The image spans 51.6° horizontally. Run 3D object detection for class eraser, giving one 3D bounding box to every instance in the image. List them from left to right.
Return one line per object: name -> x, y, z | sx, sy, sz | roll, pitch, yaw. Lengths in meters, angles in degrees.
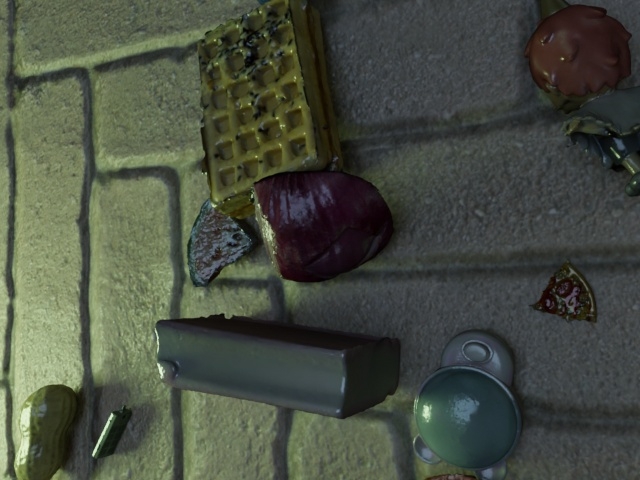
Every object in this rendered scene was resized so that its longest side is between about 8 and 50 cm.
eraser -> -0.072, 0.210, 1.162 | 0.359, 0.272, 0.122 | 3, 89, 24

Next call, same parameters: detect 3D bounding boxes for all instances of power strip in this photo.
power strip -> -0.455, 0.419, 1.452 | 0.019, 0.051, 0.136 | 33, 101, 29

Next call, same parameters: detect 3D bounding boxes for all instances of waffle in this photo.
waffle -> -0.099, -0.254, 1.234 | 0.261, 0.114, 0.376 | -19, 68, 32

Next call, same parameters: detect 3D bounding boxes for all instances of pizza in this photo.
pizza -> 0.410, 0.098, 1.078 | 0.099, 0.029, 0.100 | 39, 104, 20

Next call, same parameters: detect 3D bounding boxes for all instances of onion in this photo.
onion -> 0.000, 0.000, 1.149 | 0.248, 0.250, 0.111 | -1, 47, 12

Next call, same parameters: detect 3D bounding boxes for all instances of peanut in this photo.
peanut -> -0.629, 0.439, 1.500 | 0.124, 0.123, 0.256 | 23, 101, 24

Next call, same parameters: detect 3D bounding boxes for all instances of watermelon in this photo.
watermelon -> -0.190, 0.011, 1.341 | 0.139, 0.071, 0.187 | 7, 83, 18

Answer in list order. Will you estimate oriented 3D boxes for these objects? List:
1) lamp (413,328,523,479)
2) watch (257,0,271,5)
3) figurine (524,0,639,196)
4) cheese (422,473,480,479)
lamp -> 0.248, 0.272, 1.104 | 0.180, 0.108, 0.246 | 11, 92, 20
watch -> -0.059, -0.568, 1.255 | 0.211, 0.211, 0.193 | 9, 70, 25
figurine -> 0.414, -0.250, 1.030 | 0.207, 0.166, 0.386 | -26, 72, -13
cheese -> 0.263, 0.496, 1.078 | 0.329, 0.129, 0.216 | 9, 94, 12
